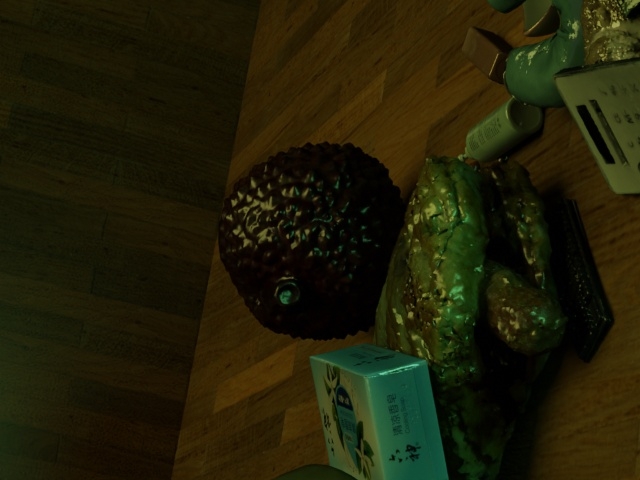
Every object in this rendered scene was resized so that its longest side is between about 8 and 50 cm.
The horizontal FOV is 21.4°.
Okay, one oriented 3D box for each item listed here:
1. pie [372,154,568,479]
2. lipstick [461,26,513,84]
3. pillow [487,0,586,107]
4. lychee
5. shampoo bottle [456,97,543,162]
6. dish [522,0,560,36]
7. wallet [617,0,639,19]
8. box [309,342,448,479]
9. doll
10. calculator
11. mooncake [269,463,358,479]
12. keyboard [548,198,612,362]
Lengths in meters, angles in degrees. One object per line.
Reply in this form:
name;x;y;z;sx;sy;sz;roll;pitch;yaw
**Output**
pie;0.153;0.112;2.084;0.395;0.180;0.418;-97;19;-45
lipstick;0.238;-0.256;2.348;0.145;0.045;0.045;-118;44;-67
pillow;0.276;-0.277;2.026;0.214;0.086;0.233;-13;95;50
lychee;0.000;0.000;2.486;0.330;0.306;0.306;-58;0;-45
shampoo bottle;0.230;-0.138;2.255;0.195;0.056;0.056;144;138;-66
dish;0.307;-0.362;2.158;0.212;0.077;0.151;-96;24;-48
wallet;0.368;-0.353;1.839;0.160;0.055;0.236;-29;43;17
box;0.065;0.206;1.990;0.232;0.083;0.142;-174;72;-72
doll;0.341;-0.246;1.879;0.115;0.105;0.221;77;-169;-66
calculator;0.333;-0.118;1.778;0.021;0.161;0.262;-32;9;-13
mooncake;0.009;0.483;1.799;0.467;0.262;0.467;40;147;32
keyboard;0.291;0.042;1.954;0.231;0.023;0.072;-97;25;-52
